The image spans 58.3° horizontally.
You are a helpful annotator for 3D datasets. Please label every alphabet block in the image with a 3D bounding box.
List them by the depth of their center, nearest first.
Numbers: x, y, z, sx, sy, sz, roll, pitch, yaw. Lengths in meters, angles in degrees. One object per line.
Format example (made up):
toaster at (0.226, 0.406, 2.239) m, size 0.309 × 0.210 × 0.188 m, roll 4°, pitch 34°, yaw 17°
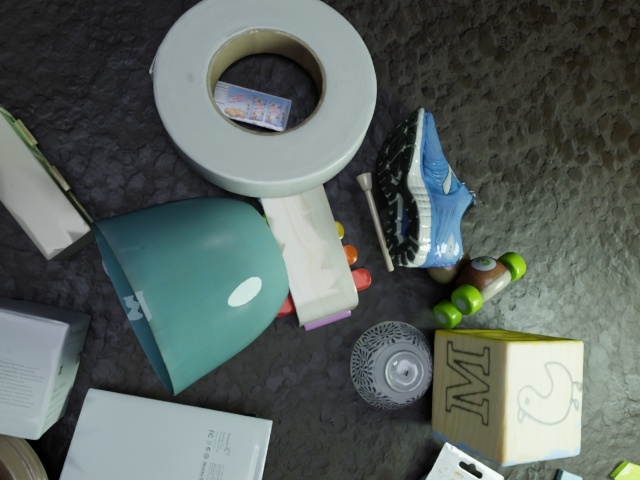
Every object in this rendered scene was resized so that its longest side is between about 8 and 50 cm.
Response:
alphabet block at (0.326, 0.265, 1.021) m, size 0.192 × 0.193 × 0.197 m, roll 4°, pitch 87°, yaw -28°

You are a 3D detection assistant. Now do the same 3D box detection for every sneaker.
sneaker at (0.196, -0.094, 1.054) m, size 0.147 × 0.129 × 0.330 m, roll 13°, pitch 62°, yaw -26°

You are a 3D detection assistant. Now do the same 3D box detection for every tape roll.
tape roll at (-0.097, -0.267, 1.016) m, size 0.391 × 0.072 × 0.392 m, roll 1°, pitch 75°, yaw -5°

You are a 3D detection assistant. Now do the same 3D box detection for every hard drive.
hard drive at (-0.256, 0.380, 0.951) m, size 0.318 × 0.040 × 0.210 m, roll 10°, pitch 66°, yaw 0°

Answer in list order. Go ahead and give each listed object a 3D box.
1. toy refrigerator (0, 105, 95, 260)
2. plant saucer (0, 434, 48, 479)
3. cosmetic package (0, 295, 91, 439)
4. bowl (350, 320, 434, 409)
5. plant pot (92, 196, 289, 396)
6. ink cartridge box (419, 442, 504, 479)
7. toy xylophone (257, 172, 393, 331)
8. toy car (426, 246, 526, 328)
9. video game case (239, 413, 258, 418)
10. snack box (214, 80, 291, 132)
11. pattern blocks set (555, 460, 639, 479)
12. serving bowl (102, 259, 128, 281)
toy refrigerator at (-0.490, -0.100, 0.968) m, size 0.094 × 0.102 × 0.270 m, roll -38°, pitch 93°, yaw -9°
plant saucer at (-0.550, 0.421, 0.909) m, size 0.277 × 0.041 × 0.278 m, roll 1°, pitch 92°, yaw 16°
cosmetic package at (-0.486, 0.198, 0.929) m, size 0.151 × 0.151 × 0.184 m, roll 15°, pitch 86°, yaw -9°
bowl at (0.146, 0.238, 1.068) m, size 0.170 × 0.080 × 0.170 m, roll 1°, pitch 87°, yaw -10°
plant pot at (-0.193, 0.063, 0.927) m, size 0.235 × 0.293 × 0.293 m, roll -24°, pitch 91°, yaw -24°
ink cartridge box at (0.246, 0.495, 1.096) m, size 0.145 × 0.045 × 0.179 m, roll 33°, pitch 78°, yaw -6°
toy xylophone at (0.000, 0.000, 1.054) m, size 0.236 × 0.081 × 0.323 m, roll -10°, pitch 89°, yaw -10°
toy car at (0.252, 0.039, 1.073) m, size 0.155 × 0.149 × 0.188 m, roll -30°, pitch 75°, yaw -28°
video game case at (-0.243, 0.447, 1.018) m, size 0.274 × 0.035 × 0.249 m, roll -2°, pitch 88°, yaw -9°
snack box at (-0.147, -0.252, 1.071) m, size 0.178 × 0.022 × 0.064 m, roll 13°, pitch 84°, yaw -8°
pattern blocks set at (0.601, 0.592, 1.154) m, size 0.324 × 0.026 × 0.286 m, roll 12°, pitch 85°, yaw -8°
serving bowl at (-0.348, 0.036, 1.022) m, size 0.083 × 0.027 × 0.084 m, roll 0°, pitch 88°, yaw -10°
